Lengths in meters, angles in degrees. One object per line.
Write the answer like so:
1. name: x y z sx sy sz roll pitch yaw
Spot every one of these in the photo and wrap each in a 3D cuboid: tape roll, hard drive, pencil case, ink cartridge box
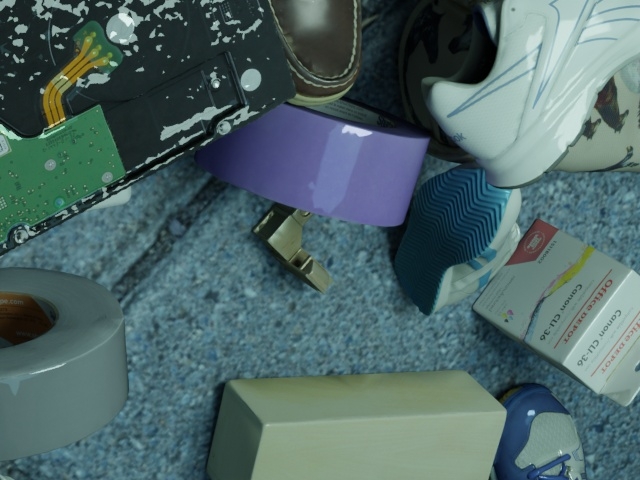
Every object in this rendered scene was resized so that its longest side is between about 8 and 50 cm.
1. tape roll: -0.263 0.095 1.437 0.219 0.219 0.072 -13 115 -26
2. hard drive: -0.198 -0.135 1.287 0.339 0.064 0.237 -31 122 -20
3. pencil case: 0.271 -0.155 1.690 0.410 0.160 0.183 -1 109 -30
4. tape roll: -0.007 -0.080 1.538 0.189 0.189 0.080 10 102 -33
5. ink cartridge box: 0.250 0.068 1.740 0.067 0.198 0.115 37 87 -35

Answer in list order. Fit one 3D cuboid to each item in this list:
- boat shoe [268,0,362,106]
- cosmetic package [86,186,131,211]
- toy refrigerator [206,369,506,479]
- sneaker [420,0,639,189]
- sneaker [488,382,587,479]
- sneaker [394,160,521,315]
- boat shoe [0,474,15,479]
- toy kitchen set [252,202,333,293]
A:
1. boat shoe: -0.028 -0.278 1.419 0.123 0.123 0.342 -11 88 -28
2. cosmetic package: -0.284 -0.238 1.332 0.230 0.161 0.453 -12 114 -28
3. toy refrigerator: 0.034 0.189 1.728 0.270 0.094 0.102 0 115 -30
4. sneaker: 0.204 -0.185 1.479 0.129 0.111 0.297 37 92 -20
5. sneaker: 0.256 0.285 1.870 0.112 0.131 0.296 -25 118 -18
6. sneaker: 0.139 -0.015 1.664 0.092 0.087 0.228 -27 165 -24
7. boat shoe: -0.291 0.239 1.552 0.258 0.095 0.084 25 99 -36
8. toy kitchen set: 0.000 0.000 1.647 0.075 0.068 0.083 -48 125 -6
